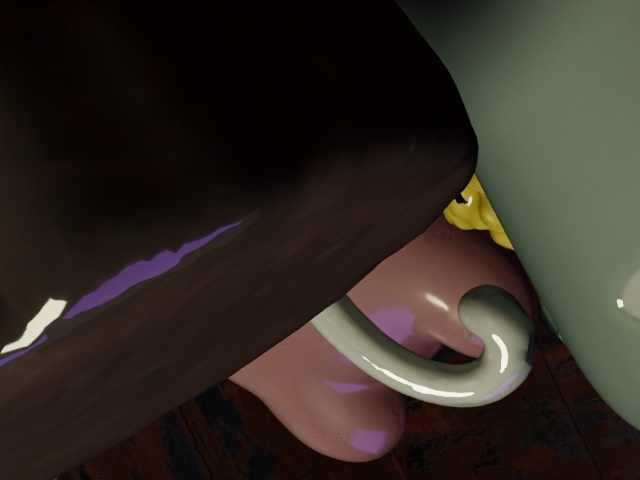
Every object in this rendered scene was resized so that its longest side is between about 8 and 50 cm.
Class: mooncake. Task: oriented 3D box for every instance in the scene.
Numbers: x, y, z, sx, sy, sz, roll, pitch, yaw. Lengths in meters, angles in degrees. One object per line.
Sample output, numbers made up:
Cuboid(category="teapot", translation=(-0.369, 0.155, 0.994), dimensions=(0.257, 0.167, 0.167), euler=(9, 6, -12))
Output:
Cuboid(category="mooncake", translation=(-0.087, -0.013, 0.714), dimensions=(0.283, 0.141, 0.283), euler=(-32, 172, -5))

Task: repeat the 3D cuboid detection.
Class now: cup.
Cuboid(category="cup", translation=(0.146, -0.046, 0.892), dimensions=(0.357, 0.274, 0.259), euler=(-27, 178, 8))

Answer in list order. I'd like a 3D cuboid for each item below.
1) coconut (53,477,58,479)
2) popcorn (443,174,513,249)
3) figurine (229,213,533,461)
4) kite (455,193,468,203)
Cuboid(category="coconut", translation=(-0.356, 0.203, 1.975), dimensions=(0.224, 0.234, 0.224), euler=(-30, 179, -1))
Cuboid(category="popcorn", translation=(0.143, -0.094, 1.113), dimensions=(0.200, 0.203, 0.226), euler=(11, -156, -7))
Cuboid(category="figurine", translation=(-0.006, -0.007, 1.376), dimensions=(0.270, 0.261, 0.211), euler=(-44, -150, 26))
Cuboid(category="kite", translation=(-0.015, -0.067, 1.013), dimensions=(0.183, 0.010, 0.160), euler=(5, -148, -12))
